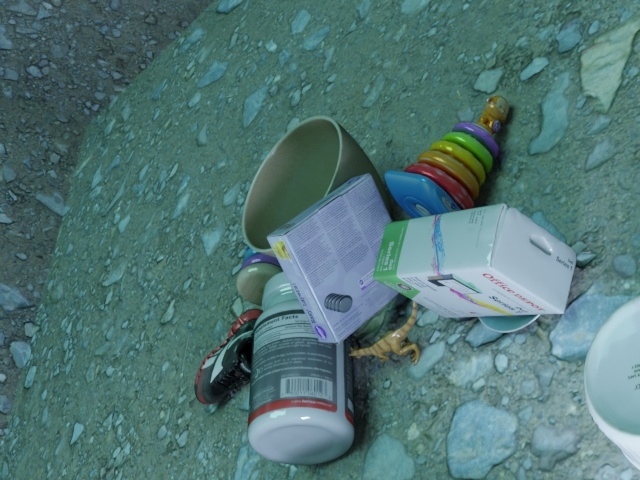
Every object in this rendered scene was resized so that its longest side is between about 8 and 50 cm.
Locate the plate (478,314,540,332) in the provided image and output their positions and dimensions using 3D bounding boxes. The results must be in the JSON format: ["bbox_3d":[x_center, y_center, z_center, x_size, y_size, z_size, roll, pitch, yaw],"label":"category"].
[{"bbox_3d":[0.353,0.080,1.608,0.188,0.024,0.188,-36,38,35],"label":"plate"}]

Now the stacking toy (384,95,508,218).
[{"bbox_3d":[0.291,-0.172,1.812,0.302,0.175,0.165,-52,30,-13],"label":"stacking toy"}]

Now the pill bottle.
[{"bbox_3d":[-0.037,0.252,1.847,0.210,0.210,0.363,-35,39,35],"label":"pill bottle"}]

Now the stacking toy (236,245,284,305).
[{"bbox_3d":[-0.122,0.002,2.265,0.141,0.141,0.330,-36,33,34],"label":"stacking toy"}]

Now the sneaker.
[{"bbox_3d":[-0.206,0.297,2.155,0.276,0.097,0.135,-52,30,11],"label":"sneaker"}]

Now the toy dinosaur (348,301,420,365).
[{"bbox_3d":[0.146,0.189,1.730,0.211,0.112,0.064,-40,36,28],"label":"toy dinosaur"}]

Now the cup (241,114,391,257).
[{"bbox_3d":[0.017,-0.076,2.008,0.331,0.237,0.331,-35,39,34],"label":"cup"}]

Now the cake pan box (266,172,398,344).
[{"bbox_3d":[0.053,0.031,1.779,0.267,0.246,0.070,-37,20,-32],"label":"cake pan box"}]

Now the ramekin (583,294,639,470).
[{"bbox_3d":[0.485,0.187,1.234,0.273,0.127,0.273,-35,39,35],"label":"ramekin"}]

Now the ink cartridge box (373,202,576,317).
[{"bbox_3d":[0.262,0.044,1.550,0.278,0.201,0.117,-9,59,51],"label":"ink cartridge box"}]
